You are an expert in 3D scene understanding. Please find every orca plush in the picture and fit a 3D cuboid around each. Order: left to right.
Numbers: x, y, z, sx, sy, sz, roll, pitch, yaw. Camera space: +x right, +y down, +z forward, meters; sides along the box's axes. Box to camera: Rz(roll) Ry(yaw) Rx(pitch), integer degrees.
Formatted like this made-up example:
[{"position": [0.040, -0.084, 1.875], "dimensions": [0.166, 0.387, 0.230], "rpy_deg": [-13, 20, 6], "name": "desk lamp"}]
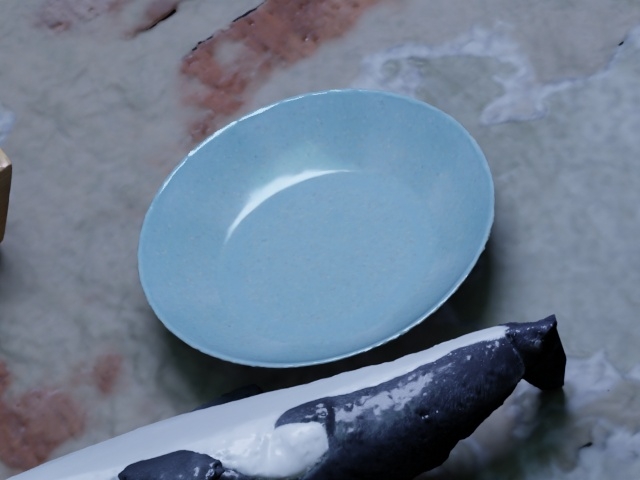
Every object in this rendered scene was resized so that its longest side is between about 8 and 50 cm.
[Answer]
[{"position": [-0.009, 0.124, 0.907], "dimensions": [0.287, 0.102, 0.151], "rpy_deg": [-20, 7, -11], "name": "orca plush"}]

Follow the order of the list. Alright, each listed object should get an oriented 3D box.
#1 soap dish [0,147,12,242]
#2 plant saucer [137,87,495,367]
[{"position": [-0.333, -0.041, 1.074], "dimensions": [0.229, 0.118, 0.291], "rpy_deg": [-38, 54, -13], "name": "soap dish"}, {"position": [0.000, 0.000, 0.995], "dimensions": [0.195, 0.037, 0.195], "rpy_deg": [-9, 47, 10], "name": "plant saucer"}]
